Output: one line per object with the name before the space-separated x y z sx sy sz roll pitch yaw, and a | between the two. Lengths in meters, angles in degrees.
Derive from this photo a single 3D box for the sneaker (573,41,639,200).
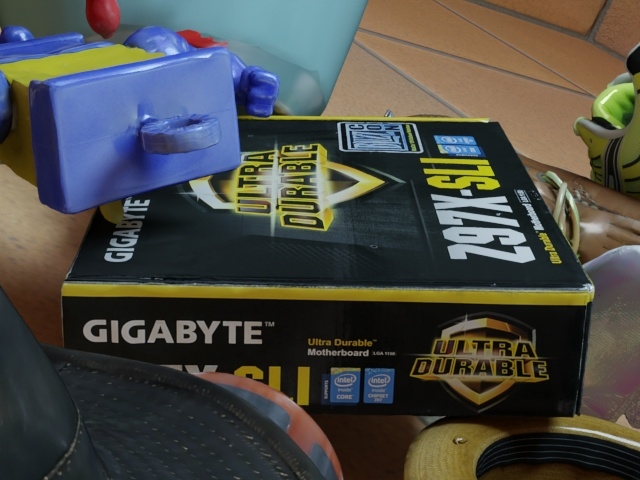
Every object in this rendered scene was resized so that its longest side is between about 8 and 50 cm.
sneaker | 0.289 -0.071 1.114 0.147 0.145 0.384 39 -20 8

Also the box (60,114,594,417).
box | 0.000 0.000 0.777 0.257 0.079 0.322 2 20 -2

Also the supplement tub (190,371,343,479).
supplement tub | -0.054 0.125 0.436 0.106 0.106 0.198 25 19 2

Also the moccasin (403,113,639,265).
moccasin | 0.177 0.003 1.033 0.380 0.139 0.147 37 28 29

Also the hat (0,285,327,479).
hat | -0.152 0.038 0.339 0.331 0.134 0.331 -3 16 1

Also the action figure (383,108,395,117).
action figure | 0.160 -0.057 1.308 0.232 0.063 0.137 27 9 -5

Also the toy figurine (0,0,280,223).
toy figurine | -0.145 -0.090 0.649 0.362 0.191 0.217 -16 29 -40

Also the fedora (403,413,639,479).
fedora | 0.125 0.153 0.630 0.194 0.079 0.194 14 22 -6

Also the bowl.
bowl | -0.104 -0.158 0.966 0.311 0.163 0.311 1 -18 0

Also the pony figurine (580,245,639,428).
pony figurine | 0.305 0.076 0.749 0.303 0.351 0.363 13 39 -21
